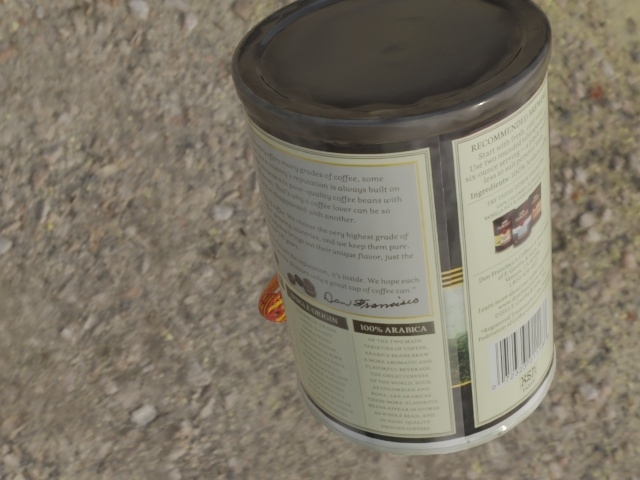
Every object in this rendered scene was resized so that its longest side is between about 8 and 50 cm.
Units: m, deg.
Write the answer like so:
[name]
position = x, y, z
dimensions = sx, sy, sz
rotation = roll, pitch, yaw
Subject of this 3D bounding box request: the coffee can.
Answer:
[coffee can]
position = 0.061, -0.017, 0.783
dimensions = 0.201, 0.202, 0.275
rotation = -36, 133, -31

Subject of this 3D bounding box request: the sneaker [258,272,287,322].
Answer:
[sneaker]
position = 0.000, 0.000, 1.027
dimensions = 0.175, 0.067, 0.064
rotation = -52, 140, -5
